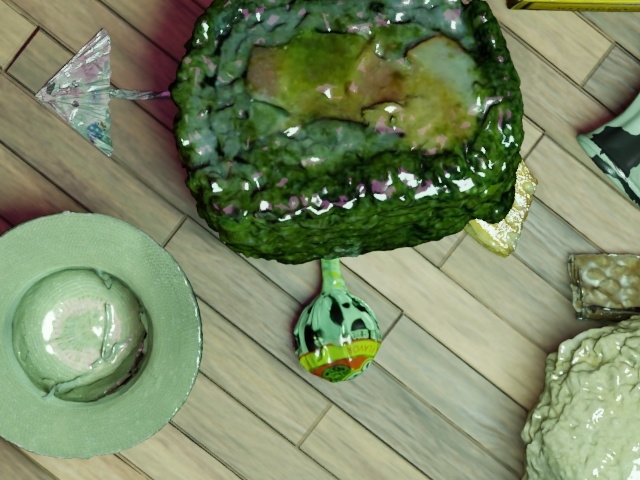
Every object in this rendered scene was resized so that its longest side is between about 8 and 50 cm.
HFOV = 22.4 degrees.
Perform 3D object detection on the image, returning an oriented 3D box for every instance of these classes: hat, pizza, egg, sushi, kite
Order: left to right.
[{"bbox_3d":[-0.247,0.095,1.681,0.257,0.130,0.257,0,91,-2],"label":"hat"},{"bbox_3d":[-0.230,-0.158,1.738,0.157,0.011,0.139,0,93,-2],"label":"kite"},{"bbox_3d":[0.022,-0.137,1.643,0.352,0.178,0.294,-8,74,0],"label":"sushi"},{"bbox_3d":[0.175,-0.062,1.743,0.099,0.036,0.160,-35,93,-1],"label":"pizza"},{"bbox_3d":[0.340,0.234,1.649,0.279,0.279,0.310,-17,80,-2],"label":"egg"}]

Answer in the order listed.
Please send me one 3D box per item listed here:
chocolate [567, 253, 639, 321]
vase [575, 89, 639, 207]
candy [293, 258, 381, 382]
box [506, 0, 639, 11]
[{"bbox_3d":[0.428,0.061,1.742,0.329,0.065,0.102,3,55,-4],"label":"chocolate"},{"bbox_3d":[0.438,-0.192,1.699,0.360,0.165,0.165,-43,93,4],"label":"vase"},{"bbox_3d":[0.000,0.000,1.730,0.091,0.083,0.305,-11,83,15],"label":"candy"},{"bbox_3d":[0.301,-0.397,1.717,0.193,0.084,0.301,1,91,-4],"label":"box"}]
